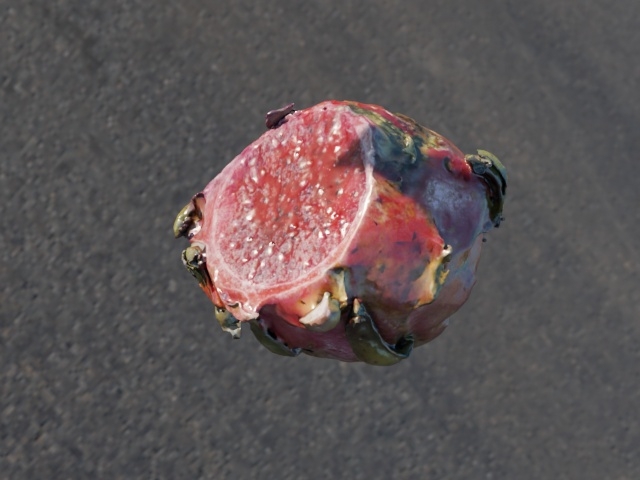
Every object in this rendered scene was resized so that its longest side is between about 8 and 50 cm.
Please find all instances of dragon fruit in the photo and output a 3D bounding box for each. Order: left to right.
[{"bbox_3d":[0.000,0.000,1.048,0.147,0.282,0.211,23,47,-55],"label":"dragon fruit"}]
